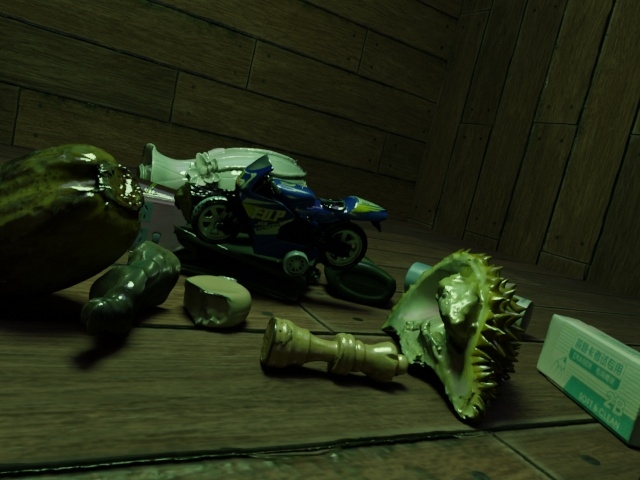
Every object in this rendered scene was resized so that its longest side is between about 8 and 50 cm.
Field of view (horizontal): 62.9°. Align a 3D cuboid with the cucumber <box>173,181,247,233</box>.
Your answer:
[{"bbox_3d":[-0.117,-0.045,0.968,0.303,0.072,0.081,9,11,-39],"label":"cucumber"}]

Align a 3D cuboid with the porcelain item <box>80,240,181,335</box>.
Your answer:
[{"bbox_3d":[-0.218,0.063,0.587,0.069,0.081,0.216,30,7,-8],"label":"porcelain item"}]

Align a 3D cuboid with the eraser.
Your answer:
[{"bbox_3d":[0.377,0.178,0.701,0.052,0.096,0.225,13,8,-7],"label":"eraser"}]

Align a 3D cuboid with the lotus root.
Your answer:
[{"bbox_3d":[-0.334,-0.010,0.594,0.277,0.154,0.154,-23,8,2],"label":"lotus root"}]

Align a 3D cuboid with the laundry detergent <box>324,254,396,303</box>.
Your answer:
[{"bbox_3d":[0.076,0.067,1.071,0.144,0.078,0.222,16,5,-3],"label":"laundry detergent"}]

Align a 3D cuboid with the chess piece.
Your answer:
[{"bbox_3d":[0.020,0.131,0.603,0.171,0.060,0.060,14,8,-13],"label":"chess piece"}]

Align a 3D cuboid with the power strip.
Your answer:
[{"bbox_3d":[-0.373,-0.041,0.936,0.278,0.109,0.037,10,10,-25],"label":"power strip"}]

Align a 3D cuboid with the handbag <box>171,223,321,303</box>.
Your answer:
[{"bbox_3d":[-0.128,0.029,0.978,0.259,0.079,0.247,17,10,5],"label":"handbag"}]

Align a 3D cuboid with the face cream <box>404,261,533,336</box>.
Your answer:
[{"bbox_3d":[0.296,0.116,1.067,0.250,0.077,0.077,21,11,35],"label":"face cream"}]

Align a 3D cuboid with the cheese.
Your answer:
[{"bbox_3d":[-0.148,0.075,0.728,0.092,0.048,0.171,13,8,-22],"label":"cheese"}]

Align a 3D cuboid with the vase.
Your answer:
[{"bbox_3d":[-0.275,-0.144,1.446,0.445,0.250,0.250,4,12,-28],"label":"vase"}]

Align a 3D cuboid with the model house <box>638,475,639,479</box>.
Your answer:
[{"bbox_3d":[0.268,0.194,0.248,0.325,0.169,0.244,14,1,-6],"label":"model house"}]

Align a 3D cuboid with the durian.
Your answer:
[{"bbox_3d":[0.180,0.111,0.691,0.166,0.172,0.306,-11,18,-2],"label":"durian"}]

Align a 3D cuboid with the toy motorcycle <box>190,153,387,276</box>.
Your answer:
[{"bbox_3d":[-0.044,-0.043,0.854,0.315,0.169,0.113,12,22,-20],"label":"toy motorcycle"}]

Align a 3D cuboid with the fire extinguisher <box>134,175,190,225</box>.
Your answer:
[{"bbox_3d":[-0.319,-0.053,1.154,0.341,0.105,0.141,19,-24,-7],"label":"fire extinguisher"}]
